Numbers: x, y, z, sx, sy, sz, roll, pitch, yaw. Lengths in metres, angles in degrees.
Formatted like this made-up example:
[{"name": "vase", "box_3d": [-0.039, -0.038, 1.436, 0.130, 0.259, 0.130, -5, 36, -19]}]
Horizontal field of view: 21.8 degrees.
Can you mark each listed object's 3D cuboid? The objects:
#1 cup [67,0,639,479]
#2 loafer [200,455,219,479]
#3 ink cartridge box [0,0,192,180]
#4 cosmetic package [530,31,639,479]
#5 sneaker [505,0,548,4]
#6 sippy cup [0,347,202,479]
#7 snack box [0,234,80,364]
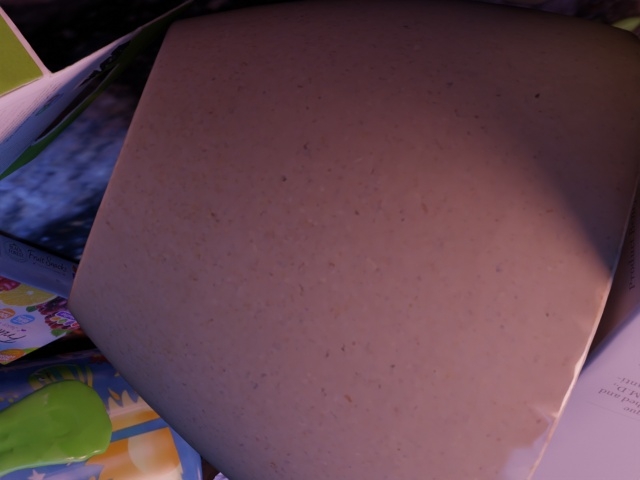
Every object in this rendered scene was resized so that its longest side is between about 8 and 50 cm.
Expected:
[{"name": "cup", "box_3d": [0.000, 0.000, 0.914, 0.237, 0.331, 0.331, 20, 148, -5]}, {"name": "loafer", "box_3d": [-0.105, 0.150, 1.417, 0.078, 0.080, 0.220, -39, 166, -29]}, {"name": "ink cartridge box", "box_3d": [-0.212, -0.073, 0.868, 0.189, 0.097, 0.255, -38, 180, 41]}, {"name": "cosmetic package", "box_3d": [0.202, 0.023, 0.904, 0.156, 0.217, 0.385, 18, 148, -6]}, {"name": "sneaker", "box_3d": [0.121, -0.203, 0.794, 0.126, 0.091, 0.240, 32, 148, -18]}, {"name": "sippy cup", "box_3d": [-0.213, 0.187, 1.266, 0.224, 0.240, 0.305, -17, -162, -19]}, {"name": "snack box", "box_3d": [-0.228, 0.039, 1.140, 0.100, 0.037, 0.141, -25, 153, 24]}]
